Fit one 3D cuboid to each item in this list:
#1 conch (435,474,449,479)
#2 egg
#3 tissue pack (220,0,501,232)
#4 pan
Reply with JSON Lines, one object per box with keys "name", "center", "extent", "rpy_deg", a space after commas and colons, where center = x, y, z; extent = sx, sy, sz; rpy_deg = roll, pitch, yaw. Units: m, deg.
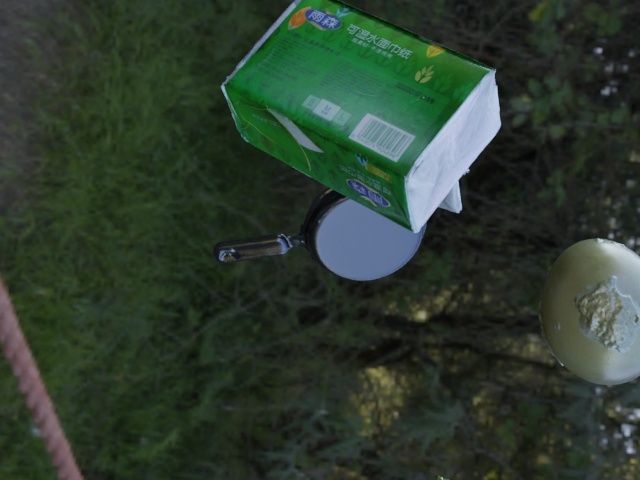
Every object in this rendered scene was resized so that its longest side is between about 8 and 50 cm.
{"name": "conch", "center": [0.105, 0.239, 0.818], "extent": [0.089, 0.074, 0.121], "rpy_deg": [115, -39, -64]}
{"name": "egg", "center": [0.361, 0.092, 1.378], "extent": [0.164, 0.164, 0.201], "rpy_deg": [-85, 160, -61]}
{"name": "tissue pack", "center": [0.044, -0.111, 1.014], "extent": [0.148, 0.209, 0.156], "rpy_deg": [-53, 153, -18]}
{"name": "pan", "center": [0.000, 0.000, 1.156], "extent": [0.028, 0.235, 0.136], "rpy_deg": [-96, 174, -53]}
